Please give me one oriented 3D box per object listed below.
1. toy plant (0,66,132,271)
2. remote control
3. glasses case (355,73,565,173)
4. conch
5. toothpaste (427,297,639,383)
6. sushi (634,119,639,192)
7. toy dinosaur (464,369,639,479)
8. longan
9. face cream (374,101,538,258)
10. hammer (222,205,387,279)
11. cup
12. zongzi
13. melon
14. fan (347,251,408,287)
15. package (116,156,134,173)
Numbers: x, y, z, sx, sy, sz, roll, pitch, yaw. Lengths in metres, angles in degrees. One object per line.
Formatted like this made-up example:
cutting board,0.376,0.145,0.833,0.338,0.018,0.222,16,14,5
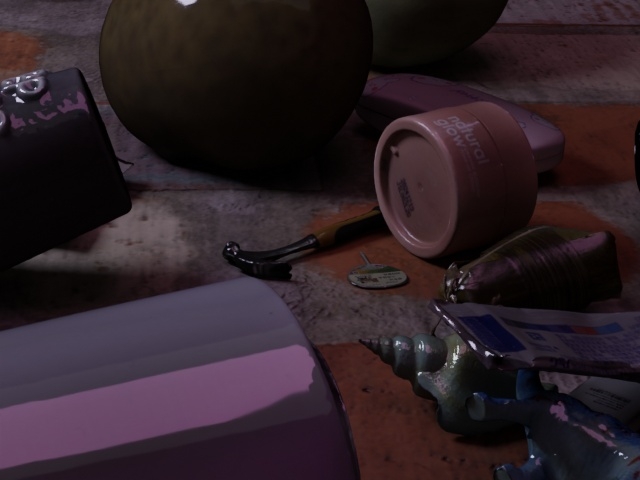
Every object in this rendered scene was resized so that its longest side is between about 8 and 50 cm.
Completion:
toy plant,-0.392,-0.037,1.380,0.400,0.185,0.279,-20,60,-5
remote control,0.288,0.118,1.278,0.067,0.029,0.261,18,27,33
glasses case,0.164,-0.143,1.782,0.113,0.075,0.297,-17,31,-39
conch,0.116,0.113,1.222,0.180,0.065,0.088,17,22,-4
toothpaste,0.230,0.086,1.183,0.282,0.068,0.099,5,-8,-27
sushi,0.420,-0.084,1.581,0.150,0.153,0.172,-2,11,25
toy dinosaur,0.195,0.166,1.103,0.144,0.076,0.329,-8,34,-33
longan,-0.099,-0.223,1.726,0.350,0.288,0.288,4,22,32
face cream,0.138,-0.063,1.513,0.104,0.149,0.149,-14,29,-30
hammer,0.000,0.000,1.519,0.201,0.021,0.078,-19,32,-36
cup,-0.167,0.176,0.853,0.371,0.253,0.253,-12,28,-21
zongzi,0.165,0.032,1.409,0.187,0.084,0.184,-13,14,-21
melon,0.119,-0.369,2.071,0.272,0.272,0.308,21,25,36
fan,0.048,0.032,1.473,0.060,0.003,0.080,-19,32,-39
package,-0.353,-0.070,1.606,0.251,0.062,0.204,4,23,15
